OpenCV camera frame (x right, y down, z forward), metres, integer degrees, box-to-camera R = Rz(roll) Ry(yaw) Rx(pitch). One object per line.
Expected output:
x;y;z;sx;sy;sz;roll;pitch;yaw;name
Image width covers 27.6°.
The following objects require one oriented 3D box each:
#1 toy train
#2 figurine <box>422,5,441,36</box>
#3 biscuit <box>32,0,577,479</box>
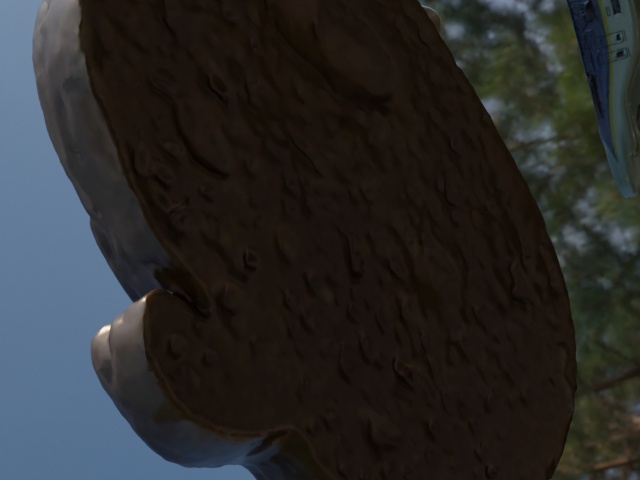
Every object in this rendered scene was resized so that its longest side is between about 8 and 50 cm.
0.212;-0.147;0.934;0.052;0.051;0.233;-20;-84;-57;toy train
0.029;-0.104;0.878;0.138;0.125;0.125;-6;-103;-53;figurine
-0.001;0.000;0.646;0.367;0.063;0.314;58;-136;-14;biscuit
